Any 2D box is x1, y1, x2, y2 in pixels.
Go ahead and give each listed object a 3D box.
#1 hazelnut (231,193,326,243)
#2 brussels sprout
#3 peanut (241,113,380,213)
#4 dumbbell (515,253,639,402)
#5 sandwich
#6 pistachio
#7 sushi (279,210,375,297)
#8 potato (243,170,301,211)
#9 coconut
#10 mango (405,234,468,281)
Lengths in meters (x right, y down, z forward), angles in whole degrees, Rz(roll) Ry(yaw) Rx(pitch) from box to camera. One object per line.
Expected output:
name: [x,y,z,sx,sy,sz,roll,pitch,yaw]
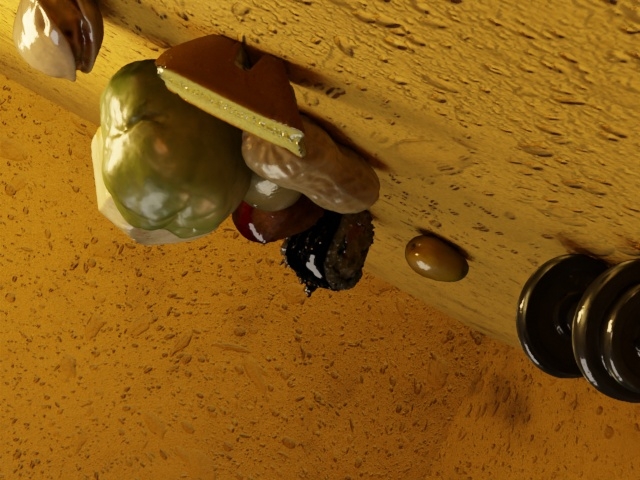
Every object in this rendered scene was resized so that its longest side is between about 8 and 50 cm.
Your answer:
hazelnut: [-0.081,-0.082,1.480,0.202,0.170,0.160,-5,157,-34]
brussels sprout: [-0.245,-0.138,1.166,0.273,0.243,0.316,52,159,29]
peanut: [-0.006,-0.117,1.105,0.257,0.123,0.123,27,176,-29]
dumbbell: [0.392,0.114,0.974,0.192,0.192,0.290,28,176,-15]
sandwich: [-0.099,-0.200,0.905,0.244,0.088,0.090,29,168,18]
pistachio: [-0.385,-0.310,1.032,0.223,0.126,0.152,17,134,62]
sushi: [-0.004,-0.002,1.697,0.219,0.238,0.225,28,162,40]
potato: [-0.084,-0.131,1.297,0.157,0.157,0.194,30,160,-31]
coconut: [-0.336,-0.155,1.498,0.323,0.323,0.323,27,175,2]
mango: [0.266,0.045,1.586,0.195,0.091,0.130,19,179,-40]
